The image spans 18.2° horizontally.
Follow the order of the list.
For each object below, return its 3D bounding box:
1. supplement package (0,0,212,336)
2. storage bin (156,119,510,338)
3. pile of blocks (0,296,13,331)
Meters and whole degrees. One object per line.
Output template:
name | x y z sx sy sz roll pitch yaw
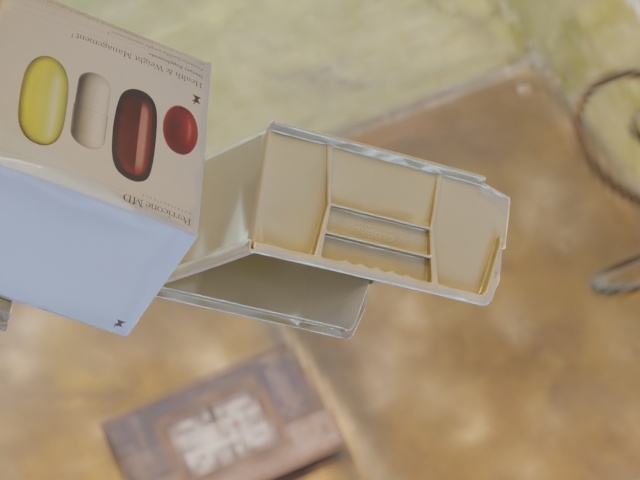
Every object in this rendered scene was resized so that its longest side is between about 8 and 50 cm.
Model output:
supplement package | -0.209 -0.066 1.643 0.149 0.194 0.203 -51 -152 42
storage bin | 0.000 0.000 1.863 0.262 0.260 0.123 -20 -120 61
pile of blocks | -0.388 -0.078 2.413 0.149 0.112 0.362 178 -74 -83
